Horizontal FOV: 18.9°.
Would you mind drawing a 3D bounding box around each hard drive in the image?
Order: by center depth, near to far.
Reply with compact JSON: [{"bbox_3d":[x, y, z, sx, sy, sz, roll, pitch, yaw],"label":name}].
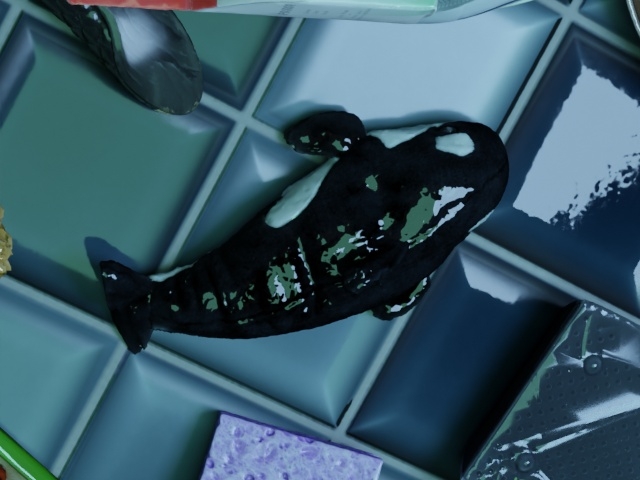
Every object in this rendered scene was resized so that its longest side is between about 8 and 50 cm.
[{"bbox_3d":[0.234,0.163,1.379,0.254,0.054,0.172,33,94,-19],"label":"hard drive"}]

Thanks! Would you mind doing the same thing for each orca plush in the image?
[{"bbox_3d":[0.000,0.000,1.256,0.287,0.102,0.151,-10,105,-11],"label":"orca plush"}]

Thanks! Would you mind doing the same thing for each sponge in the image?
[{"bbox_3d":[-0.044,0.230,1.306,0.117,0.031,0.210,18,86,-4],"label":"sponge"}]

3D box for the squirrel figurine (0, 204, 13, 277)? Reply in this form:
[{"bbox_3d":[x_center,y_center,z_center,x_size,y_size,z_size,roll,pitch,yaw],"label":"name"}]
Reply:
[{"bbox_3d":[-0.333,-0.080,1.076,0.370,0.281,0.397,-35,95,-20],"label":"squirrel figurine"}]

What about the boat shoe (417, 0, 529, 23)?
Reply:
[{"bbox_3d":[0.118,-0.180,1.245,0.226,0.076,0.083,-6,80,16],"label":"boat shoe"}]

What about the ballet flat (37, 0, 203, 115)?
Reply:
[{"bbox_3d":[-0.136,-0.146,1.225,0.057,0.049,0.173,-49,116,-12],"label":"ballet flat"}]

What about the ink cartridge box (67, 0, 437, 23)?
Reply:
[{"bbox_3d":[-0.039,-0.230,1.184,0.224,0.056,0.181,2,82,-13],"label":"ink cartridge box"}]

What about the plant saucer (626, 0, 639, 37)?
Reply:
[{"bbox_3d":[0.340,-0.219,1.316,0.310,0.050,0.310,-4,105,-13],"label":"plant saucer"}]

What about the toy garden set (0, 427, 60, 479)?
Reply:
[{"bbox_3d":[-0.299,0.211,1.261,0.244,0.049,0.204,-45,109,0],"label":"toy garden set"}]
